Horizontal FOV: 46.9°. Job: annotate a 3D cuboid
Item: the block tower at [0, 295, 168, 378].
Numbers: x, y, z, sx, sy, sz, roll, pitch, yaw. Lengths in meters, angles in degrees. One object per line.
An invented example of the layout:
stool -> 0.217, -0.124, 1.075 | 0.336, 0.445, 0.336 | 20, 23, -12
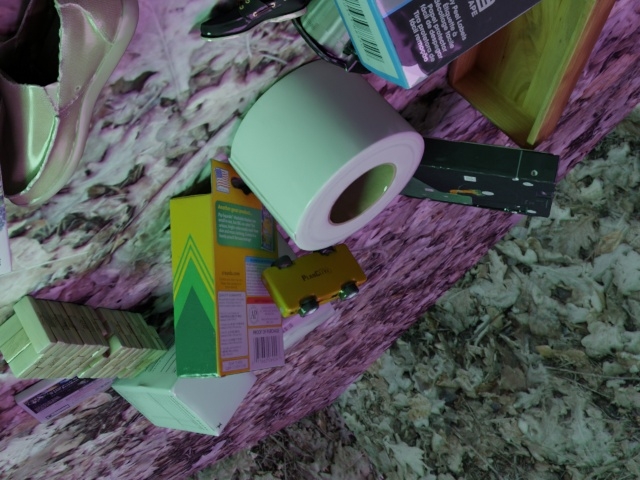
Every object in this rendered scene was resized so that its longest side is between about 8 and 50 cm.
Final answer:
block tower -> -0.393, 0.171, 1.235 | 0.097, 0.091, 0.335 | -40, 160, 6

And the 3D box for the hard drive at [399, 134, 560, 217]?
hard drive -> 0.270, -0.124, 1.400 | 0.237, 0.339, 0.064 | 43, 58, -70

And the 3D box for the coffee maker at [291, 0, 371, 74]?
coffee maker -> 0.073, -0.309, 0.922 | 0.178, 0.120, 0.171 | -46, 175, 27

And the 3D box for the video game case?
video game case -> -0.482, 0.282, 1.445 | 0.191, 0.022, 0.173 | -30, 160, -17

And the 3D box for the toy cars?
toy cars -> 0.000, 0.000, 1.297 | 0.087, 0.177, 0.393 | -47, -160, 45

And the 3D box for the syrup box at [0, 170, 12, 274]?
syrup box -> -0.363, -0.056, 0.696 | 0.093, 0.096, 0.236 | -28, 151, -36

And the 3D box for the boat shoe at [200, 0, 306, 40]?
boat shoe -> -0.079, -0.265, 0.848 | 0.133, 0.049, 0.042 | -24, 130, -14

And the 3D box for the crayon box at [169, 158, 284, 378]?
crayon box -> -0.145, 0.048, 1.179 | 0.083, 0.322, 0.203 | -6, 173, 25

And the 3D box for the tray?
tray -> 0.317, -0.317, 1.154 | 0.076, 0.203, 0.411 | -39, 162, -13

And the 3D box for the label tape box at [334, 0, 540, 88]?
label tape box -> 0.160, -0.360, 0.758 | 0.348, 0.115, 0.249 | -34, 126, -5

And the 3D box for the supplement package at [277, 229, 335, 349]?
supplement package -> -0.114, 0.098, 1.377 | 0.194, 0.203, 0.149 | -36, 160, -5

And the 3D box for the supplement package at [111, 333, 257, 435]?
supplement package -> -0.262, 0.270, 1.406 | 0.244, 0.139, 0.133 | -10, -143, 50

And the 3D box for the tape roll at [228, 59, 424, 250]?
tape roll -> 0.011, -0.126, 1.111 | 0.246, 0.169, 0.246 | -35, 159, -15

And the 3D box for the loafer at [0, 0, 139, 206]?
loafer -> -0.273, -0.147, 0.713 | 0.092, 0.102, 0.268 | -6, 135, -54

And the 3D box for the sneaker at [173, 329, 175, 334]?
sneaker -> -0.171, 0.144, 1.548 | 0.282, 0.102, 0.161 | -26, 155, -28
